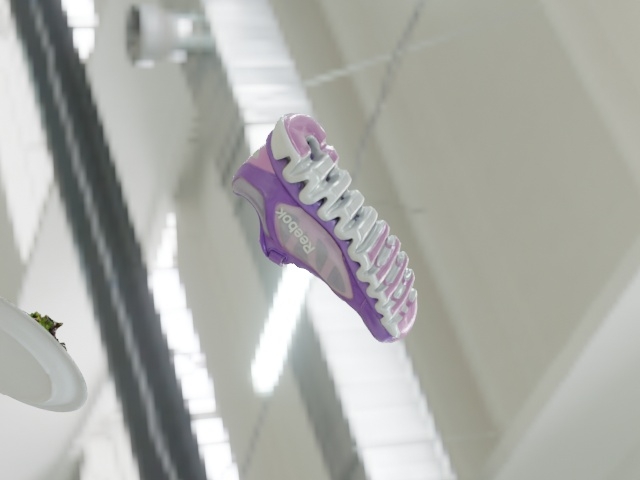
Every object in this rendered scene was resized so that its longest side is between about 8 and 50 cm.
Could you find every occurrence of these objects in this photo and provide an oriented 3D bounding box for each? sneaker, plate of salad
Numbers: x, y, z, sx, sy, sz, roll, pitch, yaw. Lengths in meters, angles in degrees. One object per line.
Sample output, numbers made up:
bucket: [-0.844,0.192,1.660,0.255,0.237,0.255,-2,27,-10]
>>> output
sneaker: [0.000,0.000,1.653,0.104,0.095,0.236,-31,-84,24]
plate of salad: [-0.303,0.093,1.674,0.048,0.200,0.200,-57,-174,-32]
